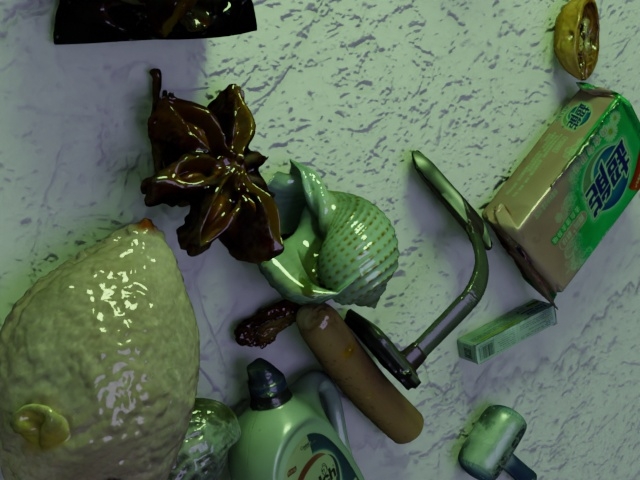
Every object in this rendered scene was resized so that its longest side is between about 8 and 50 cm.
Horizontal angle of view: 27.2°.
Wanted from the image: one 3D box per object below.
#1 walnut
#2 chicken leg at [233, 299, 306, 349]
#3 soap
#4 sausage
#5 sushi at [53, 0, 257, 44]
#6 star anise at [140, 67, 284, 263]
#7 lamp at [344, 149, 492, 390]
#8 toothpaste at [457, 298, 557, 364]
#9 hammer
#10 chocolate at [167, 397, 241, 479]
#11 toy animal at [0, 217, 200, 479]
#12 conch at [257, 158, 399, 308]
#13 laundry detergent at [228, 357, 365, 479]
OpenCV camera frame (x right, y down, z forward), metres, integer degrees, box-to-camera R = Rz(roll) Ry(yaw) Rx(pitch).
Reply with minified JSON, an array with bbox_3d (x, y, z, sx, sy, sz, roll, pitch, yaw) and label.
[{"bbox_3d":[0.361,-0.289,1.884,0.091,0.052,0.121,-3,99,-56],"label":"walnut"},{"bbox_3d":[-0.048,0.102,1.688,0.145,0.037,0.062,-23,135,-30],"label":"chicken leg"},{"bbox_3d":[0.362,-0.069,1.916,0.273,0.098,0.218,-50,132,-13],"label":"soap"},{"bbox_3d":[0.051,0.177,1.744,0.066,0.065,0.301,-51,133,-16],"label":"sausage"},{"bbox_3d":[-0.158,-0.322,1.383,0.215,0.212,0.227,-13,108,-33],"label":"sushi"},{"bbox_3d":[-0.125,-0.072,1.528,0.190,0.126,0.220,14,59,-29],"label":"star anise"},{"bbox_3d":[0.128,0.032,1.754,0.203,0.124,0.283,47,70,-25],"label":"lamp"},{"bbox_3d":[0.274,0.132,1.932,0.164,0.046,0.034,-24,113,-30],"label":"toothpaste"},{"bbox_3d":[0.284,0.328,1.986,0.116,0.069,0.194,-57,135,-12],"label":"hammer"},{"bbox_3d":[-0.195,0.292,1.582,0.248,0.110,0.110,-53,126,-15],"label":"chocolate"},{"bbox_3d":[-0.248,0.147,1.449,0.226,0.188,0.359,13,82,-30],"label":"toy animal"},{"bbox_3d":[0.002,0.006,1.641,0.172,0.200,0.131,-32,158,-8],"label":"conch"},{"bbox_3d":[-0.031,0.273,1.697,0.215,0.105,0.281,-34,115,-49],"label":"laundry detergent"}]
